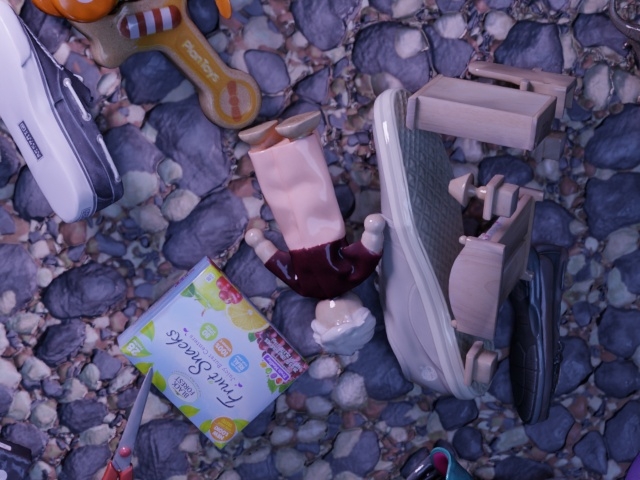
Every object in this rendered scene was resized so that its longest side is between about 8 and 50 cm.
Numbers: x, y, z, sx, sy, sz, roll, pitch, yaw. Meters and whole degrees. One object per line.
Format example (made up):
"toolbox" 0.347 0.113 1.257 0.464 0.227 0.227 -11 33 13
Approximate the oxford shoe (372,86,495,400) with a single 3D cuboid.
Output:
"oxford shoe" 0.128 0.014 1.791 0.130 0.169 0.450 -6 105 34

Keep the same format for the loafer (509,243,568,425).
"loafer" 0.329 0.137 1.880 0.084 0.096 0.268 -6 100 -17

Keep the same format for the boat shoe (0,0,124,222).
"boat shoe" -0.345 -0.176 1.671 0.102 0.108 0.301 -29 94 -38

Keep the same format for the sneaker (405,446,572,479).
"sneaker" 0.230 0.375 1.893 0.295 0.124 0.178 -24 114 -6

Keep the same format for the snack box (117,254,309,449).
"snack box" -0.148 0.155 1.788 0.174 0.070 0.207 -42 105 -1

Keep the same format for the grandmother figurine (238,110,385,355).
"grandmother figurine" 0.000 0.000 1.761 0.104 0.207 0.343 -33 113 -48

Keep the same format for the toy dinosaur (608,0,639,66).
"toy dinosaur" 0.506 -0.222 1.811 0.121 0.160 0.314 -23 106 -7

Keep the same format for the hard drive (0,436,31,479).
"hard drive" -0.568 0.395 1.747 0.236 0.064 0.339 25 94 -16

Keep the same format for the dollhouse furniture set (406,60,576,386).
"dollhouse furniture set" 0.211 -0.036 1.772 0.173 0.303 0.356 14 118 21

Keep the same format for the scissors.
"scissors" -0.283 0.306 1.778 0.109 0.021 0.297 -1 117 -13

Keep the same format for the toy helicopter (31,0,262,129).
"toy helicopter" -0.191 -0.294 1.683 0.235 0.140 0.355 -47 117 -10

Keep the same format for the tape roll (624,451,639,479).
"tape roll" 0.607 0.414 1.994 0.274 0.090 0.275 -2 100 -12
